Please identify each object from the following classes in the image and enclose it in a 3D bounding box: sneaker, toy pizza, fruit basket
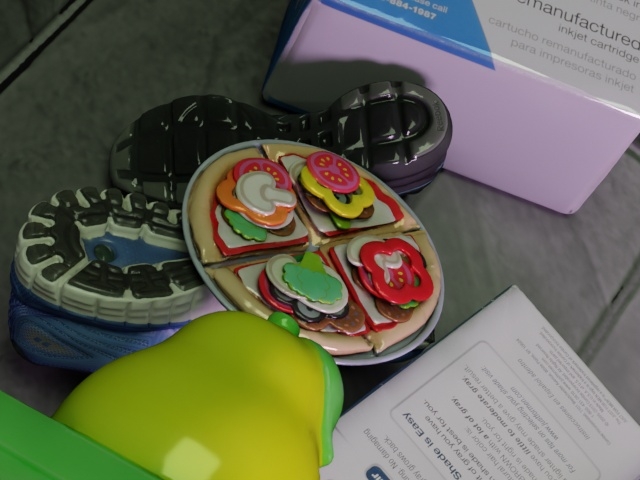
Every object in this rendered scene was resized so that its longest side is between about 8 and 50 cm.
[{"bbox_3d":[-0.029,-0.055,1.412,0.267,0.106,0.101,-4,67,2],"label":"sneaker"},{"bbox_3d":[-0.072,0.049,1.315,0.330,0.147,0.130,7,49,-23],"label":"sneaker"},{"bbox_3d":[0.000,0.000,1.269,0.201,0.032,0.201,16,45,-17],"label":"toy pizza"},{"bbox_3d":[-0.130,0.205,1.080,0.392,0.283,0.392,9,24,-4],"label":"fruit basket"}]

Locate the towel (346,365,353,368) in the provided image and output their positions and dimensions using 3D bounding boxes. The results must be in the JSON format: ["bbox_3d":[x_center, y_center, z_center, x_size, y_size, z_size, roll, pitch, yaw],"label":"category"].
[{"bbox_3d":[-0.001,0.041,1.403,0.119,0.029,0.067,42,57,7],"label":"towel"}]

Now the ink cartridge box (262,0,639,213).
[{"bbox_3d":[0.146,-0.263,1.535,0.285,0.166,0.395,20,58,-8],"label":"ink cartridge box"}]

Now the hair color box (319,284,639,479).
[{"bbox_3d":[0.063,0.201,1.292,0.347,0.105,0.174,-34,77,-30],"label":"hair color box"}]
